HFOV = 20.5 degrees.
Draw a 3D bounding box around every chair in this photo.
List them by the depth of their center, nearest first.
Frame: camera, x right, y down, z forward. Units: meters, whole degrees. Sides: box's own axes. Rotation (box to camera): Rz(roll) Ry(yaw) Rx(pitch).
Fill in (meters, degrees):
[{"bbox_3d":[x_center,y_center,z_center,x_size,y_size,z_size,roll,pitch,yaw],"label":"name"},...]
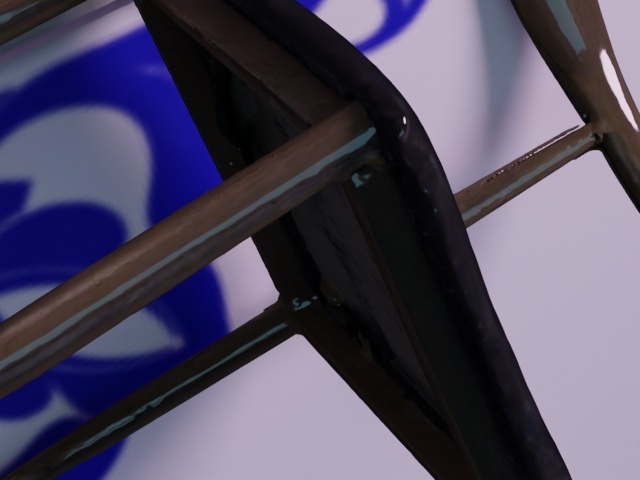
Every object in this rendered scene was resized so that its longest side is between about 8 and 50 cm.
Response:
[{"bbox_3d":[0.000,0.000,0.484,0.272,0.166,0.188,-33,129,-9],"label":"chair"}]
